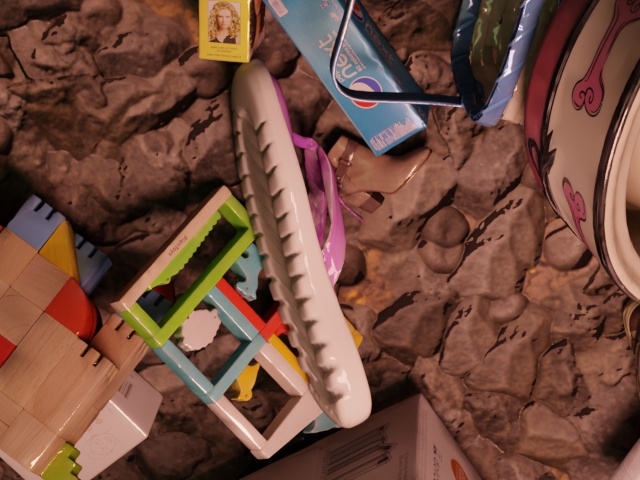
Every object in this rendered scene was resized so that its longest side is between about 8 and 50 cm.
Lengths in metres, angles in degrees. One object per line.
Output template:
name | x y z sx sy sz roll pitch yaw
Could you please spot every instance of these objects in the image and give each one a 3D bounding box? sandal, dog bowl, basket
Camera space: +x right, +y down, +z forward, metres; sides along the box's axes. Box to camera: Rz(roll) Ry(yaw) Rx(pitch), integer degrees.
sandal | -0.006 -0.003 1.609 0.102 0.169 0.416 -19 104 -17
dog bowl | 0.364 -0.143 1.387 0.408 0.150 0.408 -21 130 -28
basket | 0.168 -0.244 1.435 0.289 0.201 0.254 7 118 -7

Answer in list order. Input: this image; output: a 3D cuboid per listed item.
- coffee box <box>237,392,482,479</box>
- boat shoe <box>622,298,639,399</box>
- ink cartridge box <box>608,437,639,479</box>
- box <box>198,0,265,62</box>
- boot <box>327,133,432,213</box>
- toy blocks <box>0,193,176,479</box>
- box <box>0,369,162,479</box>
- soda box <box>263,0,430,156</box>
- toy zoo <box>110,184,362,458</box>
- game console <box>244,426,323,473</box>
coffee box | 0.051 0.444 1.670 0.338 0.337 0.334 -28 109 18
boat shoe | 0.397 0.167 1.678 0.080 0.073 0.223 -16 112 16
ink cartridge box | 0.462 0.242 1.677 0.223 0.045 0.224 13 120 -26
box | -0.089 -0.305 1.508 0.058 0.087 0.232 5 118 8
boot | 0.053 -0.085 1.621 0.087 0.042 0.118 41 114 -10
toy blocks | -0.344 0.074 1.650 0.381 0.191 0.261 35 79 10
box | -0.301 0.215 1.790 0.170 0.091 0.130 -37 106 22
soda box | 0.030 -0.197 1.551 0.067 0.071 0.210 -30 109 21
toy zoo | -0.075 0.107 1.663 0.293 0.192 0.030 48 151 -16
game console | 0.051 0.365 1.844 0.213 0.044 0.361 -29 109 18
